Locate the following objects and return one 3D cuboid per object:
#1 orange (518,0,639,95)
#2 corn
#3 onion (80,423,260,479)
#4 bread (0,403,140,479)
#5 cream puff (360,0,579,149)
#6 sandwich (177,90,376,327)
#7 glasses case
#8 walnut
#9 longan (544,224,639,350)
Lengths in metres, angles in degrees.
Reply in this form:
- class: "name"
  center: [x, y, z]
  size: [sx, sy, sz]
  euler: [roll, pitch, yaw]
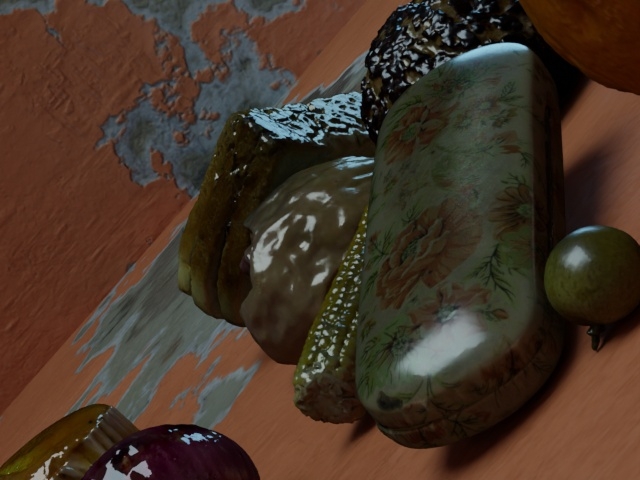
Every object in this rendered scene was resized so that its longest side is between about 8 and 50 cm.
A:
- class: "orange"
  center: [0.258, -0.234, 1.219]
  size: [0.312, 0.312, 0.312]
  euler: [-47, 11, 12]
- class: "corn"
  center: [0.058, 0.035, 1.648]
  size: [0.097, 0.097, 0.320]
  euler: [-39, 16, 44]
- class: "onion"
  center: [-0.131, 0.235, 1.581]
  size: [0.177, 0.153, 0.177]
  euler: [-58, -4, -7]
- class: "bread"
  center: [-0.276, 0.281, 1.980]
  size: [0.204, 0.156, 0.288]
  euler: [-51, 9, -24]
- class: "cream puff"
  center: [0.138, -0.168, 1.824]
  size: [0.239, 0.165, 0.239]
  euler: [-41, 13, 12]
- class: "sandwich"
  center: [-0.019, -0.041, 2.068]
  size: [0.288, 0.099, 0.254]
  euler: [-17, -48, -45]
- class: "glasses case"
  center: [0.110, -0.010, 1.432]
  size: [0.156, 0.098, 0.425]
  euler: [-26, 30, 23]
- class: "walnut"
  center: [0.007, -0.004, 1.882]
  size: [0.204, 0.141, 0.238]
  euler: [-38, 17, 29]
- class: "longan"
  center: [0.184, 0.032, 1.245]
  size: [0.075, 0.075, 0.083]
  euler: [169, 100, -73]
